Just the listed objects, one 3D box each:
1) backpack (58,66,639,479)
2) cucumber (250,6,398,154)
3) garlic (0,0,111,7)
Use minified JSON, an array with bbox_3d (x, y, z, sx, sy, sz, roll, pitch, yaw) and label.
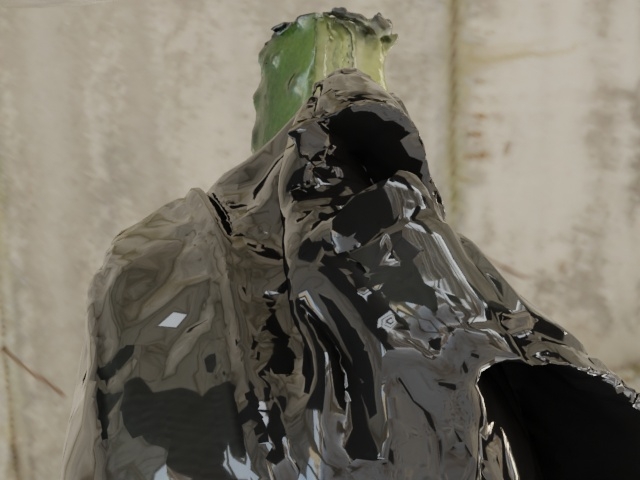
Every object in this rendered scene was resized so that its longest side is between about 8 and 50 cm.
[{"bbox_3d":[0.013,0.162,0.652,0.255,0.363,0.446,-12,-55,-8],"label":"backpack"},{"bbox_3d":[-0.003,0.001,1.217,0.105,0.145,0.325,7,-111,-30],"label":"cucumber"},{"bbox_3d":[-0.120,-0.141,0.515,0.143,0.318,0.112,-58,-40,-33],"label":"garlic"}]
